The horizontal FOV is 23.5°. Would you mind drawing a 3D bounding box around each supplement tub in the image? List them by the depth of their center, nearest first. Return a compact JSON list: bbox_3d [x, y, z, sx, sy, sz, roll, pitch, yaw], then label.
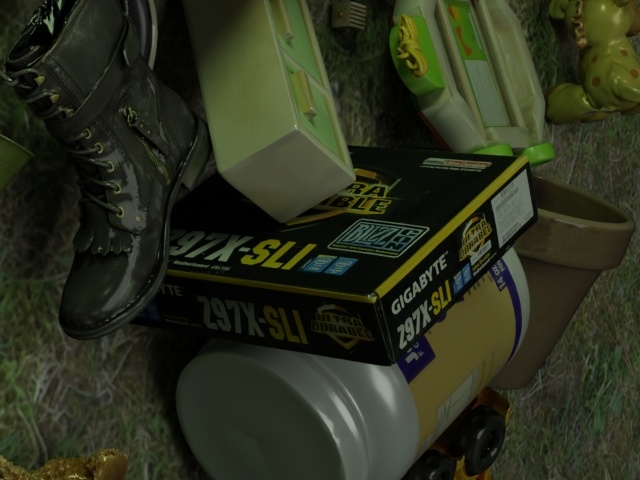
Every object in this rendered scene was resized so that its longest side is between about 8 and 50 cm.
[{"bbox_3d":[0.036,0.113,1.549,0.331,0.241,0.241,-40,123,-42],"label":"supplement tub"}]

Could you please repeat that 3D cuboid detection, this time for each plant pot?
[{"bbox_3d":[-0.290,-0.054,1.265,0.083,0.083,0.079,33,81,-48],"label":"plant pot"},{"bbox_3d":[0.206,0.043,1.777,0.263,0.263,0.229,1,109,-51],"label":"plant pot"}]

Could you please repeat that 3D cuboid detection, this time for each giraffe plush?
[{"bbox_3d":[0.368,-0.248,1.997,0.210,0.181,0.170,-7,87,-68],"label":"giraffe plush"}]

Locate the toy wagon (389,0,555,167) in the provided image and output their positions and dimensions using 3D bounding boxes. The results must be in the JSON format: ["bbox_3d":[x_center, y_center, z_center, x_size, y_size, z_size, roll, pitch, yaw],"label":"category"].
[{"bbox_3d":[0.155,-0.206,1.730,0.344,0.068,0.267,-7,78,-58],"label":"toy wagon"}]

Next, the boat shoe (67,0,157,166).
[{"bbox_3d":[-0.194,-0.158,1.369,0.065,0.075,0.206,-13,109,-52],"label":"boat shoe"}]

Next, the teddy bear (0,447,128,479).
[{"bbox_3d":[-0.285,0.286,1.247,0.245,0.113,0.338,83,31,-48],"label":"teddy bear"}]

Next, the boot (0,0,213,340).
[{"bbox_3d":[-0.197,-0.076,1.267,0.229,0.091,0.263,54,48,-49],"label":"boot"}]

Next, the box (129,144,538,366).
[{"bbox_3d":[0.000,0.000,1.429,0.257,0.322,0.079,-42,126,-40],"label":"box"}]

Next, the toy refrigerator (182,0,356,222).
[{"bbox_3d":[-0.050,-0.160,1.420,0.102,0.094,0.269,39,29,-46],"label":"toy refrigerator"}]

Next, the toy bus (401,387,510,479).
[{"bbox_3d":[0.103,0.279,1.750,0.220,0.149,0.211,-33,135,-42],"label":"toy bus"}]

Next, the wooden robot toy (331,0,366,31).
[{"bbox_3d":[0.058,-0.312,1.662,0.076,0.079,0.173,32,69,-48],"label":"wooden robot toy"}]
